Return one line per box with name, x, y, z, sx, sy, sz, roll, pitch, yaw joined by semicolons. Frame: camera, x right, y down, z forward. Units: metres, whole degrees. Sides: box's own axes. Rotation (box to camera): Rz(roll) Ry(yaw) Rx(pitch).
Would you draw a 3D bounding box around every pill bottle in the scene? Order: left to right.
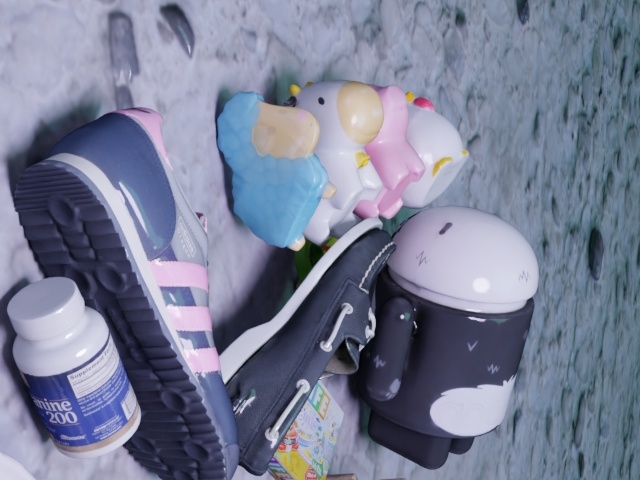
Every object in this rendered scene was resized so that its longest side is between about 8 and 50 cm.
pill bottle;-0.173;0.088;0.873;0.067;0.067;0.120;-57;140;-47

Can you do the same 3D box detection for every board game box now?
board game box;-0.027;0.178;1.224;0.154;0.026;0.103;57;42;-49

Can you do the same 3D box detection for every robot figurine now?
robot figurine;0.131;0.099;1.349;0.209;0.173;0.278;-97;-163;-70

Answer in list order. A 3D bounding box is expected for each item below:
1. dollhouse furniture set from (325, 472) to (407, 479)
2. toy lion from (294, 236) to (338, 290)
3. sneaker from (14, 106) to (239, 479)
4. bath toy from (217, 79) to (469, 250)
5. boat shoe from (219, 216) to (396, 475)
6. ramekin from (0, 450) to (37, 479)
dollhouse furniture set;0.120;0.360;1.136;0.303;0.355;0.174;-52;126;-51
toy lion;0.000;0.000;1.267;0.100;0.034;0.096;-46;125;-53
sneaker;-0.112;0.049;0.946;0.131;0.112;0.319;-53;139;-45
bath toy;0.033;-0.094;1.228;0.151;0.129;0.348;-56;161;23
boat shoe;-0.006;0.092;1.125;0.302;0.091;0.114;-47;169;-36
ramekin;-0.256;0.231;0.648;0.273;0.127;0.273;2;90;-64
